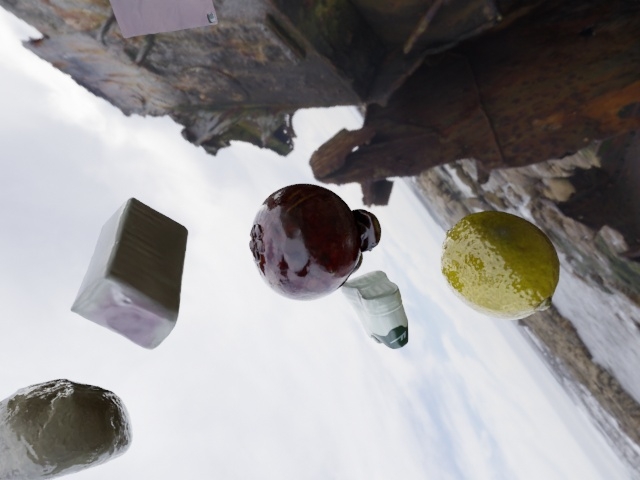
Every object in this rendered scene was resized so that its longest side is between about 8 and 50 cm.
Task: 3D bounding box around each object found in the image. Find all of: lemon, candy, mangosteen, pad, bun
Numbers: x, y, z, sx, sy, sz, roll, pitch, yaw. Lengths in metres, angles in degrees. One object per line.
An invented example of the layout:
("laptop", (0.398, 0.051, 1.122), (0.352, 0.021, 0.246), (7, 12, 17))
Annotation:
("lemon", (0.413, 0.056, 1.115), (0.267, 0.267, 0.267), (49, -168, -15))
("candy", (-0.442, 0.070, 1.166), (0.208, 0.145, 0.359), (36, -157, -30))
("mangosteen", (0.000, 0.000, 0.873), (0.257, 0.215, 0.215), (-5, -134, -26))
("pad", (-0.284, -0.429, 0.844), (0.006, 0.187, 0.113), (-83, -14, -51))
("bun", (-0.321, 0.224, 0.572), (0.167, 0.173, 0.114), (102, 156, -71))

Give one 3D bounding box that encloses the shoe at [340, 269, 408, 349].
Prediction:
("shoe", (0.151, 0.185, 1.291), (0.363, 0.131, 0.160), (-154, 46, -80))
